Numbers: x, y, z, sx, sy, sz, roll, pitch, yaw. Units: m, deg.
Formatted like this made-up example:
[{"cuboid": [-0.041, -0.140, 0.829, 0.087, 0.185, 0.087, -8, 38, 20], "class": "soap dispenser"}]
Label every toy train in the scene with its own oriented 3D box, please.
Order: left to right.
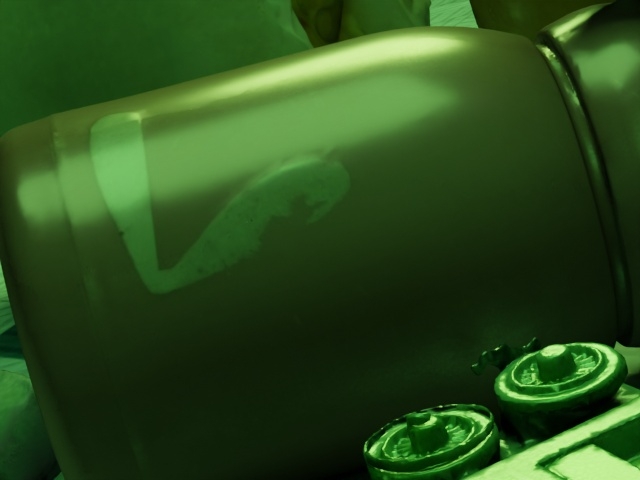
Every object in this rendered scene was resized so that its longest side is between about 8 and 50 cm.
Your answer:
[{"cuboid": [0.129, 0.064, 0.609, 0.251, 0.085, 0.119, -22, 19, -20], "class": "toy train"}]

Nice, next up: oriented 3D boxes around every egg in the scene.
[{"cuboid": [-0.109, -0.118, 1.274, 0.336, 0.278, 0.278, -12, 12, 26], "class": "egg"}]

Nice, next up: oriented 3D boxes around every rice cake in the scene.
[{"cuboid": [-0.200, 0.092, 0.995, 0.290, 0.051, 0.081, 2, 55, 58], "class": "rice cake"}]

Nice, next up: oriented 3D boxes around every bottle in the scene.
[{"cuboid": [0.024, -0.014, 0.794, 0.297, 0.206, 0.173, -15, 14, -1], "class": "bottle"}]

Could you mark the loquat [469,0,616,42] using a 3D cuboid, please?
[{"cuboid": [0.220, -0.193, 1.267, 0.263, 0.263, 0.263, -15, 12, 3], "class": "loquat"}]
